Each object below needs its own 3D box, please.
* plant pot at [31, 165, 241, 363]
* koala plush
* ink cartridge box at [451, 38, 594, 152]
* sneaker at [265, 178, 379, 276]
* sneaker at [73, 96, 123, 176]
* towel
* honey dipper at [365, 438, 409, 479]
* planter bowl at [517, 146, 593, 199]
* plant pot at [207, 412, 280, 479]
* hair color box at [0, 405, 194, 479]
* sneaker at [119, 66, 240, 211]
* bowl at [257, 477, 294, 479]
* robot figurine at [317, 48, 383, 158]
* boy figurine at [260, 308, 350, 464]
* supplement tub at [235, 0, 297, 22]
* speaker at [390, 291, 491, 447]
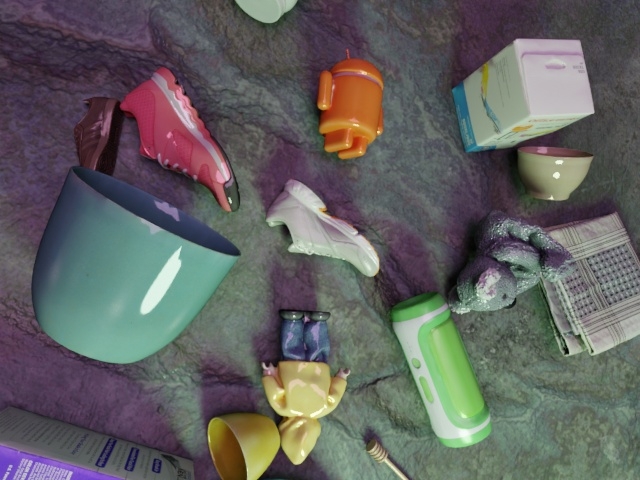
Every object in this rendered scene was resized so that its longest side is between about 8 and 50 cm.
[{"bbox_3d":[-0.316,0.053,0.773,0.293,0.293,0.235,29,92,-11],"label":"plant pot"},{"bbox_3d":[0.377,0.068,1.023,0.221,0.196,0.203,-41,83,-17],"label":"koala plush"},{"bbox_3d":[0.445,-0.317,1.061,0.172,0.233,0.168,-8,85,-17],"label":"ink cartridge box"},{"bbox_3d":[0.000,0.000,0.970,0.262,0.099,0.121,41,81,0],"label":"sneaker"},{"bbox_3d":[-0.427,-0.181,0.886,0.071,0.066,0.188,8,75,2],"label":"sneaker"},{"bbox_3d":[0.666,0.096,1.144,0.325,0.056,0.311,-13,80,-19],"label":"towel"},{"bbox_3d":[0.157,0.475,0.978,0.160,0.030,0.030,46,73,-10],"label":"honey dipper"},{"bbox_3d":[0.547,-0.158,1.122,0.162,0.162,0.109,-4,110,-17],"label":"planter bowl"},{"bbox_3d":[-0.132,0.371,0.864,0.095,0.134,0.134,-12,86,-41],"label":"plant pot"},{"bbox_3d":[-0.378,0.381,0.751,0.339,0.185,0.110,22,77,-12],"label":"hair color box"},{"bbox_3d":[-0.269,-0.172,0.913,0.136,0.116,0.313,-32,85,-8],"label":"sneaker"},{"bbox_3d":[-0.101,0.633,0.854,0.392,0.077,0.390,2,82,-16],"label":"bowl"},{"bbox_3d":[0.067,-0.287,1.004,0.158,0.128,0.219,9,81,-4],"label":"robot figurine"},{"bbox_3d":[-0.028,0.277,0.917,0.178,0.092,0.284,2,83,-16],"label":"boy figurine"},{"bbox_3d":[-0.088,-0.577,0.988,0.144,0.144,0.199,32,75,-10],"label":"supplement tub"},{"bbox_3d":[0.249,0.263,0.982,0.131,0.131,0.296,-20,88,-18],"label":"speaker"}]
